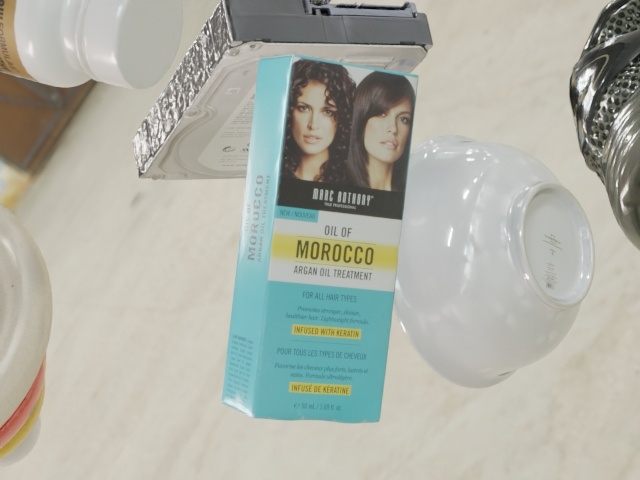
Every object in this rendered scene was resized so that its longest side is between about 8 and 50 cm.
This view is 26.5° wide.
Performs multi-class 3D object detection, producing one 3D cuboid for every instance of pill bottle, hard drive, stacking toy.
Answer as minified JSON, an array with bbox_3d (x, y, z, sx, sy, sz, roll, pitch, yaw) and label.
[{"bbox_3d":[-0.243,-0.205,1.189,0.131,0.229,0.131,-46,-35,-47],"label":"pill bottle"},{"bbox_3d":[-0.052,-0.160,1.524,0.339,0.237,0.064,-44,54,56],"label":"hard drive"},{"bbox_3d":[-0.448,0.164,1.666,0.350,0.351,0.480,-61,-15,-17],"label":"stacking toy"}]

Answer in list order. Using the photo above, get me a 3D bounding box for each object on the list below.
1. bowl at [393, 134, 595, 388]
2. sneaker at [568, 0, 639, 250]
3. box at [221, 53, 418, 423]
[{"bbox_3d":[0.213,0.013,1.522,0.134,0.298,0.298,-13,43,44],"label":"bowl"},{"bbox_3d":[0.193,-0.063,0.473,0.130,0.227,0.087,-106,8,-54],"label":"sneaker"},{"bbox_3d":[0.000,0.000,0.940,0.060,0.100,0.244,8,92,64],"label":"box"}]
